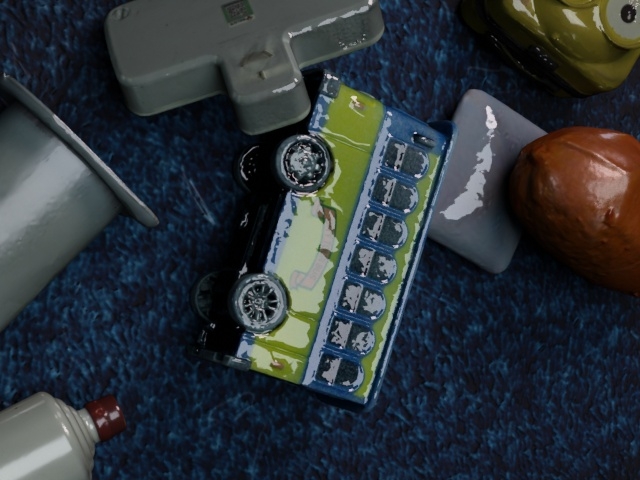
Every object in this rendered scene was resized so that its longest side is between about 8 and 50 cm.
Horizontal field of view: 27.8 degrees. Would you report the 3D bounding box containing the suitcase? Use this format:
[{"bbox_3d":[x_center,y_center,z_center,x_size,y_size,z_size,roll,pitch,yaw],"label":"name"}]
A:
[{"bbox_3d":[0.290,-0.289,1.443,0.194,0.143,0.234,34,78,-20],"label":"suitcase"}]

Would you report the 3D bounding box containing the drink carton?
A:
[{"bbox_3d":[-0.289,-0.027,1.190,0.189,0.185,0.191,-45,109,-5],"label":"drink carton"}]

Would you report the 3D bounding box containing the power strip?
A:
[{"bbox_3d":[-0.067,-0.185,1.241,0.265,0.193,0.059,-18,141,-2],"label":"power strip"}]

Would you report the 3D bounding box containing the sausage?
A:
[{"bbox_3d":[0.314,-0.034,1.422,0.268,0.141,0.153,31,78,-48],"label":"sausage"}]

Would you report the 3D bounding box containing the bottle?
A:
[{"bbox_3d":[-0.298,0.215,1.216,0.245,0.104,0.104,-27,101,-21],"label":"bottle"}]

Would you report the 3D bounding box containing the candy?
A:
[{"bbox_3d":[0.184,-0.065,1.438,0.138,0.071,0.174,29,79,-25],"label":"candy"}]

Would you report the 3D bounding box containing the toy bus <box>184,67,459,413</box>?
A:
[{"bbox_3d":[0.000,0.000,1.317,0.190,0.152,0.312,20,83,-20],"label":"toy bus"}]
